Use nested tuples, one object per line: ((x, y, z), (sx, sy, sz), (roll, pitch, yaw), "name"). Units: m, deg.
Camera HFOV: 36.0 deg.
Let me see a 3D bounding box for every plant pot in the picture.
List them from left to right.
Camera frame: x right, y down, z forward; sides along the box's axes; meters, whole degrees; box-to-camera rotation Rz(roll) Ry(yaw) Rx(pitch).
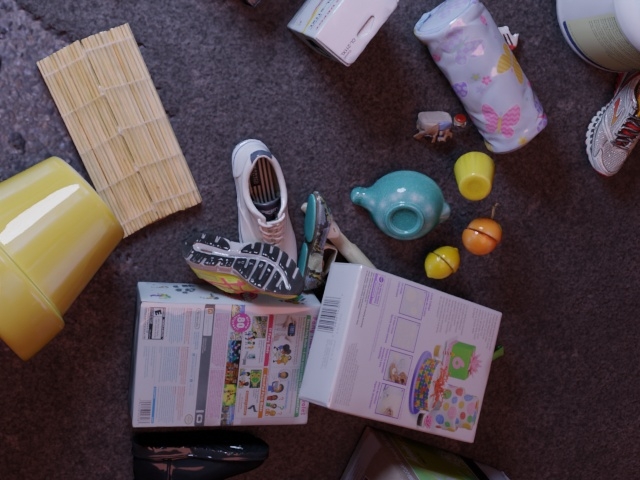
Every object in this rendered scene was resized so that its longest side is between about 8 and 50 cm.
((-0.434, 0.009, 1.469), (0.239, 0.254, 0.254), (-43, 114, -15), "plant pot")

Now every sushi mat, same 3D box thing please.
((-0.312, -0.169, 1.556), (0.151, 0.019, 0.317), (-23, 111, -6), "sushi mat")

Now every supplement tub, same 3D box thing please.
((0.535, -0.385, 1.546), (0.235, 0.325, 0.235), (-1, 99, -9), "supplement tub")

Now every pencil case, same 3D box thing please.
((0.265, -0.273, 1.634), (0.124, 0.113, 0.273), (-19, 120, 38), "pencil case")

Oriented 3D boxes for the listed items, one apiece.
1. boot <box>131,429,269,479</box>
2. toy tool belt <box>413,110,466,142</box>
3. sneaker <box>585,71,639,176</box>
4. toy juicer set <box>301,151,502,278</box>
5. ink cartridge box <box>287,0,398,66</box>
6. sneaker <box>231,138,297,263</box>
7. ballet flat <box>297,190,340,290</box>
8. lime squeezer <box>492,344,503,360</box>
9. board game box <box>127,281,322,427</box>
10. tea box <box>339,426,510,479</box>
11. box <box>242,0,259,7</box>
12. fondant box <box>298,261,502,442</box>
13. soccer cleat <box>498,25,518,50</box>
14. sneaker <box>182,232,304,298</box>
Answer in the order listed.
((-0.218, 0.445, 1.735), (0.246, 0.094, 0.207), (2, 103, -9), "boot")
((0.203, -0.193, 1.685), (0.083, 0.052, 0.051), (-1, 138, -12), "toy tool belt")
((0.544, -0.219, 1.744), (0.088, 0.093, 0.225), (15, 103, -20), "sneaker")
((0.155, -0.026, 1.704), (0.329, 0.089, 0.209), (-12, 121, 15), "toy juicer set")
((0.032, -0.348, 1.512), (0.072, 0.175, 0.127), (36, 94, -23), "ink cartridge box")
((-0.092, -0.036, 1.621), (0.094, 0.091, 0.258), (-19, 113, -9), "sneaker")
((0.000, 0.000, 1.665), (0.070, 0.070, 0.188), (1, 125, -16), "ballet flat")
((0.197, 0.260, 1.817), (0.310, 0.059, 0.110), (-1, 108, -15), "lime squeezer")
((-0.164, 0.194, 1.672), (0.303, 0.097, 0.224), (3, 106, -16), "board game box")
((0.181, 0.571, 1.822), (0.323, 0.220, 0.329), (23, 99, -22), "tea box")
((-0.100, -0.471, 1.489), (0.147, 0.077, 0.180), (40, 93, -23), "box")
((0.143, 0.195, 1.687), (0.330, 0.096, 0.238), (19, 80, -32), "fondant box")
((0.300, -0.350, 1.670), (0.083, 0.029, 0.036), (20, 92, -24), "soccer cleat")
((-0.122, 0.053, 1.618), (0.208, 0.081, 0.094), (19, 148, 14), "sneaker")
